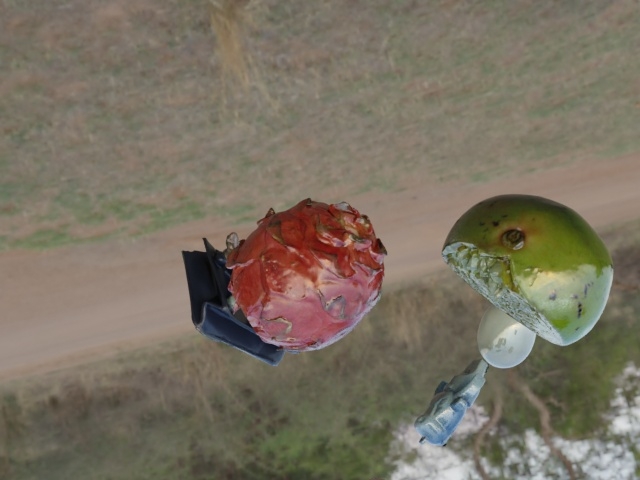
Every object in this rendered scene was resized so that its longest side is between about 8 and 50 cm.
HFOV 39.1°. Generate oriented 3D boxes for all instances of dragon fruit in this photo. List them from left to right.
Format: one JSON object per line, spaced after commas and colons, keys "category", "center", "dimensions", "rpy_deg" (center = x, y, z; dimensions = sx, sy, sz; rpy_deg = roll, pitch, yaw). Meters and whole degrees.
{"category": "dragon fruit", "center": [-0.017, 0.052, 1.395], "dimensions": [0.241, 0.252, 0.241], "rpy_deg": [30, 175, 3]}

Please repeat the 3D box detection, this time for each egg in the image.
{"category": "egg", "center": [0.502, 0.240, 2.417], "dimensions": [0.151, 0.209, 0.151], "rpy_deg": [16, -169, -3]}

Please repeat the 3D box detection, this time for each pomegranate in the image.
{"category": "pomegranate", "center": [0.407, 0.045, 1.675], "dimensions": [0.216, 0.310, 0.358], "rpy_deg": [-55, 146, -3]}

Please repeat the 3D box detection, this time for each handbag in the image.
{"category": "handbag", "center": [-0.179, 0.132, 2.143], "dimensions": [0.118, 0.269, 0.326], "rpy_deg": [-31, 143, 18]}

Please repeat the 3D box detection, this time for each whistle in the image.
{"category": "whistle", "center": [0.317, 0.388, 2.177], "dimensions": [0.269, 0.093, 0.180], "rpy_deg": [-51, -173, -26]}

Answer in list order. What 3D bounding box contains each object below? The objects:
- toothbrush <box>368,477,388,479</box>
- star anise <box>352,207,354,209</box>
{"category": "toothbrush", "center": [0.173, 0.411, 1.408], "dimensions": [0.025, 0.029, 0.307], "rpy_deg": [-14, -175, -34]}
{"category": "star anise", "center": [0.000, 0.000, 2.019], "dimensions": [0.229, 0.236, 0.093], "rpy_deg": [-40, 138, -18]}
